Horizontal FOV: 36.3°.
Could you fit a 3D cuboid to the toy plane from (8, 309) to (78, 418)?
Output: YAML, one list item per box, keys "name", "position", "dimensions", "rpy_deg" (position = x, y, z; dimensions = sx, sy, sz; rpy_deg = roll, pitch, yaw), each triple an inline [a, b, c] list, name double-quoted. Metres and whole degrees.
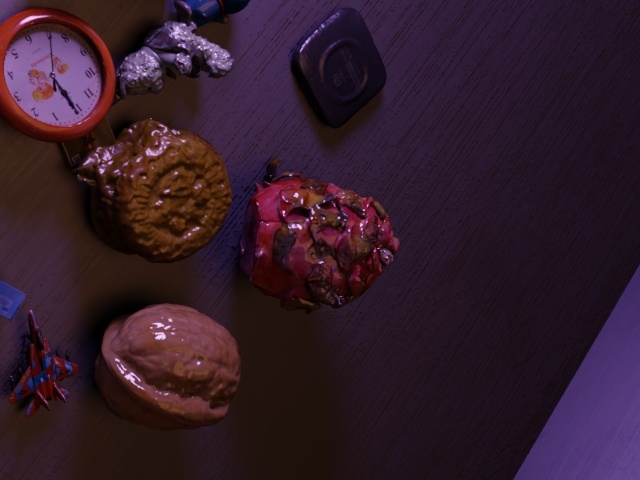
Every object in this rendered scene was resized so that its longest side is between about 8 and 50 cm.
- name: "toy plane"
  position: [-0.463, 0.196, 1.601]
  dimensions: [0.130, 0.061, 0.189]
  rpy_deg: [-24, 115, -37]

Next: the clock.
- name: "clock"
  position: [-0.409, -0.251, 1.485]
  dimensions: [0.205, 0.051, 0.205]
  rpy_deg: [1, 88, -36]

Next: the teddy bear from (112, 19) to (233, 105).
- name: "teddy bear"
  position: [-0.254, -0.301, 1.597]
  dimensions: [0.213, 0.133, 0.111]
  rpy_deg: [-22, 111, -25]

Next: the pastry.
- name: "pastry"
  position: [-0.264, -0.082, 1.641]
  dimensions: [0.240, 0.132, 0.235]
  rpy_deg: [-43, 137, -31]

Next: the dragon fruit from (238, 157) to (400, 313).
- name: "dragon fruit"
  position: [0.000, 0.000, 1.838]
  dimensions: [0.291, 0.269, 0.250]
  rpy_deg: [1, 111, -16]

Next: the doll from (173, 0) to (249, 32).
- name: "doll"
  position: [-0.177, -0.419, 1.667]
  dimensions: [0.152, 0.085, 0.114]
  rpy_deg: [-39, 144, -16]

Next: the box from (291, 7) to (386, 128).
- name: "box"
  position: [0.044, -0.343, 1.940]
  dimensions: [0.201, 0.042, 0.212]
  rpy_deg: [-46, 131, -22]

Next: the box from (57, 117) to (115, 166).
- name: "box"
  position: [-0.391, -0.196, 1.565]
  dimensions: [0.090, 0.023, 0.133]
  rpy_deg: [-37, 127, -29]

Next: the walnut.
- name: "walnut"
  position: [-0.267, 0.223, 1.694]
  dimensions: [0.257, 0.257, 0.224]
  rpy_deg: [12, 127, -47]

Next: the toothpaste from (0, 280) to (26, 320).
- name: "toothpaste"
  position: [-0.564, 0.040, 1.438]
  dimensions: [0.272, 0.066, 0.053]
  rpy_deg: [39, 76, -45]
